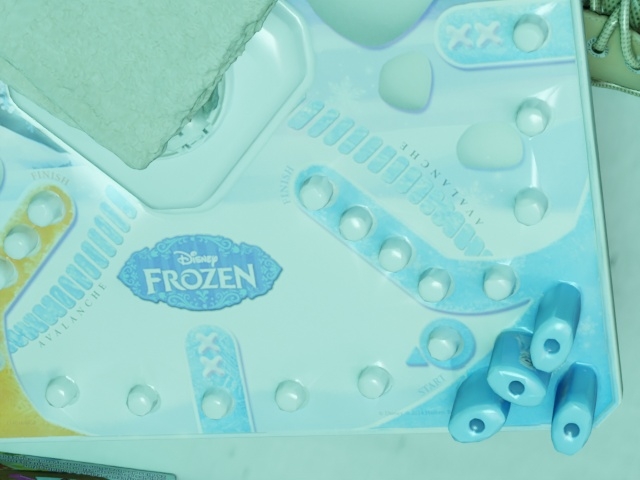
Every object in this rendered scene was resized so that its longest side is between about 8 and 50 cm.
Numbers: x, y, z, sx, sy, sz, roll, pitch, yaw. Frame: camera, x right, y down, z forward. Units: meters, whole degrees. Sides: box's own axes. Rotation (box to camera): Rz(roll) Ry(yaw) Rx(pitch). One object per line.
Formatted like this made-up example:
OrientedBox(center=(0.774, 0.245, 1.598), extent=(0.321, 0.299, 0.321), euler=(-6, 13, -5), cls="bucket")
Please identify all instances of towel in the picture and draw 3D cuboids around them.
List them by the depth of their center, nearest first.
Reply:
OrientedBox(center=(-0.068, -0.169, 0.707), extent=(0.187, 0.049, 0.282), euler=(37, 125, -8), cls="towel")

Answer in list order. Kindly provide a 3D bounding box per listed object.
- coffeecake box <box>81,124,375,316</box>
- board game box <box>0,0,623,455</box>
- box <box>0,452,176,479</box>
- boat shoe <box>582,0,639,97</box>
OrientedBox(center=(0.000, 0.000, 0.908), extent=(0.186, 0.068, 0.142), euler=(-19, 110, 20), cls="coffeecake box")
OrientedBox(center=(-0.080, -0.074, 0.824), extent=(0.390, 0.050, 0.390), euler=(-3, 113, 16), cls="board game box")
OrientedBox(center=(-0.211, 0.159, 0.888), extent=(0.293, 0.201, 0.057), euler=(9, 105, -10), cls="box")
OrientedBox(center=(0.155, -0.127, 0.893), extent=(0.324, 0.116, 0.123), euler=(10, 105, -11), cls="boat shoe")
